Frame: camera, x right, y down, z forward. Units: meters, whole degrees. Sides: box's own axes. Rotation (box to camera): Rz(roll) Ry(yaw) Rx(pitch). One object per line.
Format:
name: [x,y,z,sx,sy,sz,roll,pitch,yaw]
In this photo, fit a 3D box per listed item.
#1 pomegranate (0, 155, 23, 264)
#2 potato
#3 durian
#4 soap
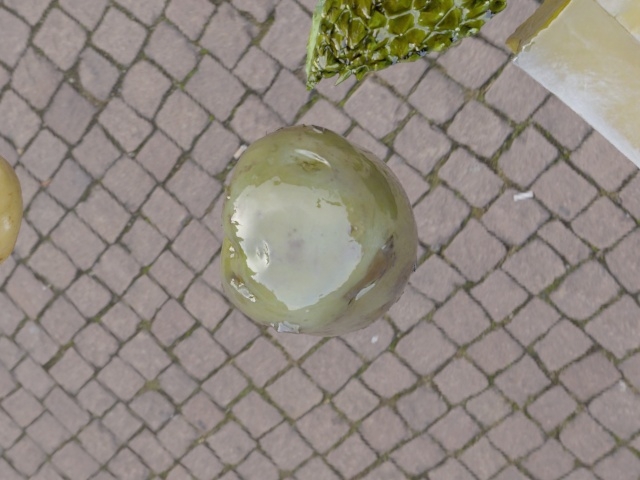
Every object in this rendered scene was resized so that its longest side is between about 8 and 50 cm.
pomegranate: [-0.456,-0.051,0.993,0.196,0.196,0.196,5,110,14]
potato: [0.000,0.000,0.674,0.165,0.262,0.165,-2,79,12]
durian: [0.112,-0.297,0.776,0.163,0.394,0.198,29,152,-11]
soap: [0.359,-0.184,0.766,0.281,0.143,0.259,35,127,-11]
